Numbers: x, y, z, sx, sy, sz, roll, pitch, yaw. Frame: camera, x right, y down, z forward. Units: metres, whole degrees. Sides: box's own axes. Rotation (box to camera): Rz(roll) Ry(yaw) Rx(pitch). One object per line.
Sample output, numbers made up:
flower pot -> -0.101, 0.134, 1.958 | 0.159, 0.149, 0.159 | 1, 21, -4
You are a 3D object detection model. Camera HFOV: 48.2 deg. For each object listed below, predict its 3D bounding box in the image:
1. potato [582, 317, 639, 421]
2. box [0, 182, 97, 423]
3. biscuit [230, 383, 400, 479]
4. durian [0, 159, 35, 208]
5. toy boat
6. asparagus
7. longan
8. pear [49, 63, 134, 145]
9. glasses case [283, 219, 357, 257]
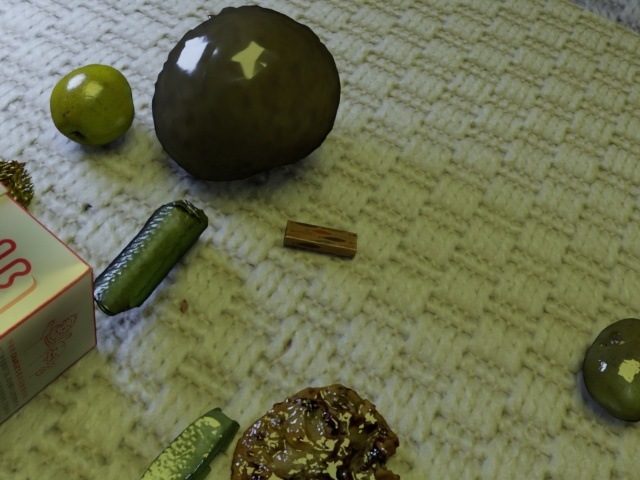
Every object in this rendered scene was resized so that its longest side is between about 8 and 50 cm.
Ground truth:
potato -> 0.678, 0.272, 1.567 | 0.174, 0.159, 0.251 | 41, 64, -15
box -> -0.613, 0.121, 1.268 | 0.300, 0.314, 0.312 | 39, 55, 13
biscuit -> 0.000, 0.417, 1.342 | 0.289, 0.081, 0.334 | 42, 57, 19
durian -> -0.731, -0.101, 1.556 | 0.139, 0.144, 0.252 | 14, 47, 47
toy boat -> -0.258, 0.414, 1.296 | 0.093, 0.055, 0.293 | 34, 54, 15
asparagus -> -0.359, 0.040, 1.466 | 0.128, 0.108, 0.382 | -12, 29, 31
longan -> -0.173, -0.343, 1.665 | 0.436, 0.404, 0.404 | -14, 58, -20
pear -> -0.540, -0.319, 1.697 | 0.198, 0.198, 0.198 | 7, 53, -9
glasses case -> 0.000, 0.000, 1.675 | 0.170, 0.041, 0.065 | 10, 41, -5
